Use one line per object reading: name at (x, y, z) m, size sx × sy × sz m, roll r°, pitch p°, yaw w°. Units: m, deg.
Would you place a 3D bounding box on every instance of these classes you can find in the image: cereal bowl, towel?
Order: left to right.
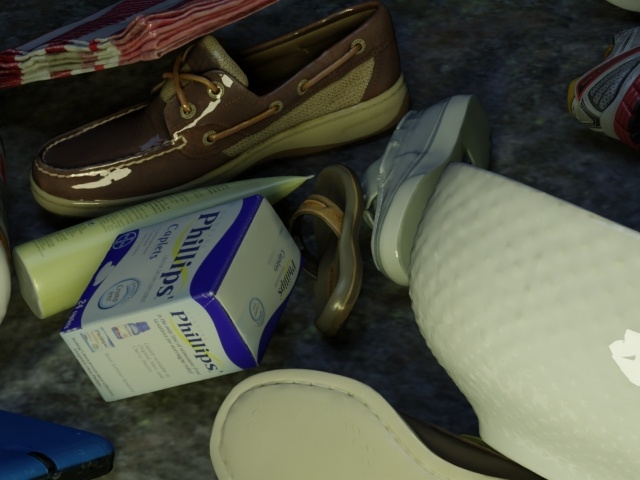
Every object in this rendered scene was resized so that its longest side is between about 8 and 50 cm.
towel at (-0.161, -0.201, 1.598) m, size 0.237 × 0.037 × 0.329 m, roll -30°, pitch 17°, yaw -38°
cereal bowl at (0.195, 0.087, 1.029) m, size 0.339 × 0.339 × 0.141 m, roll 25°, pitch 90°, yaw 40°

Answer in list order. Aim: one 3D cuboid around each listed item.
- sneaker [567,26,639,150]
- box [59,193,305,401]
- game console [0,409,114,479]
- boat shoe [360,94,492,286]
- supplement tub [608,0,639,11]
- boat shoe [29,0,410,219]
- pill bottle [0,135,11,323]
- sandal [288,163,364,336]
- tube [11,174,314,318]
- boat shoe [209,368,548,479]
sneaker at (0.292, -0.163, 1.507) m, size 0.092 × 0.088 × 0.225 m, roll 20°, pitch 44°, yaw 37°
box at (-0.098, 0.041, 1.289) m, size 0.137 × 0.072 × 0.126 m, roll -15°, pitch 30°, yaw 27°
game console at (-0.324, 0.204, 1.185) m, size 0.293 × 0.173 × 0.250 m, roll 10°, pitch 8°, yaw 26°
boat shoe at (0.072, -0.036, 1.401) m, size 0.081 × 0.079 × 0.227 m, roll -10°, pitch 30°, yaw 28°
supplement tub at (0.326, -0.314, 1.665) m, size 0.144 × 0.144 × 0.200 m, roll 9°, pitch 39°, yaw 25°
boat shoe at (-0.089, -0.121, 1.506) m, size 0.342 × 0.123 × 0.123 m, roll -17°, pitch 35°, yaw -11°
pill bottle at (-0.328, -0.033, 1.405) m, size 0.162 × 0.162 × 0.278 m, roll -12°, pitch 35°, yaw -3°
sandal at (0.000, 0.000, 1.352) m, size 0.049 × 0.072 × 0.180 m, roll 16°, pitch 37°, yaw -12°
tube at (-0.124, -0.008, 1.410) m, size 0.240 × 0.062 × 0.070 m, roll -23°, pitch 48°, yaw -20°
boat shoe at (0.070, 0.167, 1.081) m, size 0.324 × 0.096 × 0.117 m, roll 18°, pitch 83°, yaw 38°
